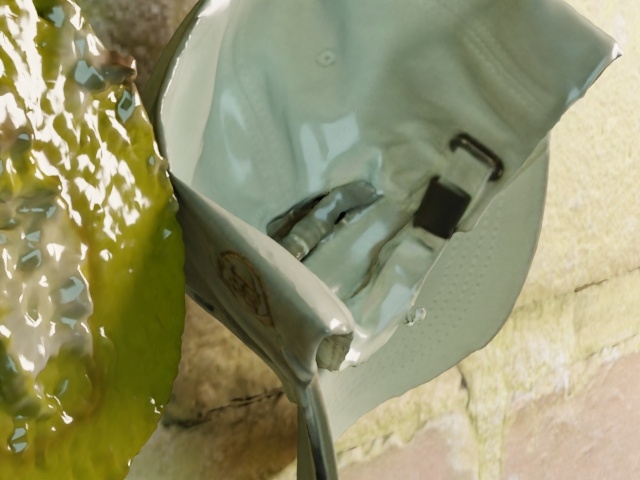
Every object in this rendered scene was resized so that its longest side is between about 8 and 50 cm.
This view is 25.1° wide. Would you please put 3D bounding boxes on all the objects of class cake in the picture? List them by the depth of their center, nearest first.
[{"bbox_3d":[-0.163,-0.009,0.527,0.179,0.156,0.261,-54,138,-42],"label":"cake"}]

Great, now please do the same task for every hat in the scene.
[{"bbox_3d":[0.006,0.000,0.735,0.258,0.168,0.301,-41,151,-38],"label":"hat"}]
